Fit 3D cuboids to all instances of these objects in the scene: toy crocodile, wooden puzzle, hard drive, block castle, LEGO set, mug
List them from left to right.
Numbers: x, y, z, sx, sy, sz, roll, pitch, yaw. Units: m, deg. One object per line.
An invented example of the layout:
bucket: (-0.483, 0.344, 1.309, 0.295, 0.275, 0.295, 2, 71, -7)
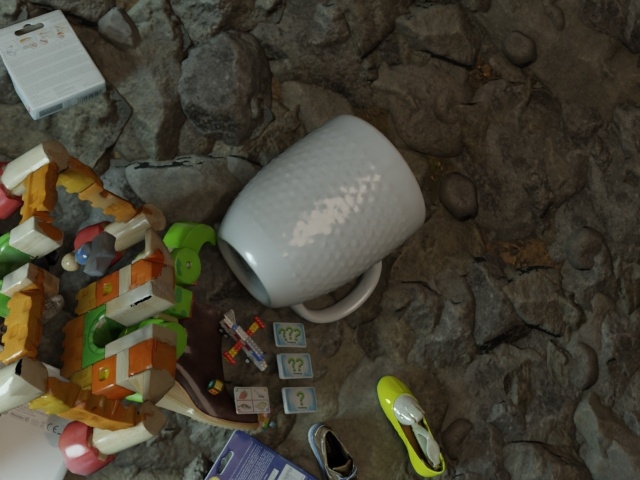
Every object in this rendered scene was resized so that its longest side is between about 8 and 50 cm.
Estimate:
hard drive: (-0.530, 0.358, 1.299, 0.210, 0.040, 0.318, 27, 73, -17)
block castle: (-0.402, 0.104, 1.185, 0.303, 0.213, 0.453, 37, 36, -46)
toy crocodile: (-0.270, 0.118, 1.359, 0.105, 0.115, 0.340, 34, 58, -47)
wooden puzzle: (-0.124, 0.342, 1.493, 0.083, 0.006, 0.049, 21, 75, -19)
LEGO set: (-0.103, 0.229, 1.436, 0.244, 0.060, 0.182, 9, 63, -39)
mug: (0.000, 0.000, 1.476, 0.328, 0.276, 0.374, -37, 128, -18)

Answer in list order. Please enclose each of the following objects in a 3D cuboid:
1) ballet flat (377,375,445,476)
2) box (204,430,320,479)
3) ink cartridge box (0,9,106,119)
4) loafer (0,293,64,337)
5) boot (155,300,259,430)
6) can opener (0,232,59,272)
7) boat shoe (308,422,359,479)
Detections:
ballet flat: (0.194, 0.381, 1.584, 0.077, 0.077, 0.230, -26, 93, -23)
box: (-0.107, 0.469, 1.466, 0.225, 0.036, 0.136, 37, 70, -14)
ink cartridge box: (-0.502, -0.324, 1.419, 0.145, 0.045, 0.179, -29, 76, -23)
loafer: (-0.502, 0.132, 1.343, 0.125, 0.039, 0.045, -31, 95, -23)
boot: (-0.203, 0.228, 1.427, 0.249, 0.090, 0.206, 22, 76, -14)
can opener: (-0.552, 0.011, 1.339, 0.186, 0.073, 0.059, 27, 112, -14)
boat shoe: (0.035, 0.446, 1.513, 0.066, 0.066, 0.183, -32, 96, -23)
